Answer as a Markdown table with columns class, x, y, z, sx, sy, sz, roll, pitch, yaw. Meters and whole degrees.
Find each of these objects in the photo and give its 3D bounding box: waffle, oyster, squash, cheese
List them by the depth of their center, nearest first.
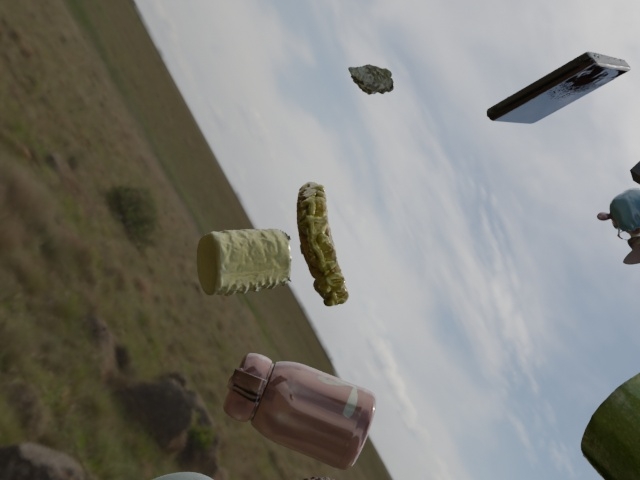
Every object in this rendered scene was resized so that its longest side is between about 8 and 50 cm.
| class | x | y | z | sx | sy | sz | roll | pitch | yaw |
| --- | --- | --- | --- | --- | --- | --- | --- | --- | --- |
| waffle | -0.003 | 0.001 | 1.255 | 0.194 | 0.051 | 0.149 | -106 | -175 | -76 |
| squash | 0.658 | 0.415 | 1.551 | 0.384 | 0.263 | 0.263 | 50 | -11 | 41 |
| cheese | -0.144 | 0.038 | 1.768 | 0.094 | 0.167 | 0.123 | 17 | -72 | 53 |
| oyster | 0.130 | -0.405 | 2.346 | 0.098 | 0.100 | 0.037 | 65 | 25 | -26 |

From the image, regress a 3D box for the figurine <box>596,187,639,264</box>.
| class | x | y | z | sx | sy | sz | roll | pitch | yaw |
| --- | --- | --- | --- | --- | --- | --- | --- | --- | --- |
| figurine | 0.712 | -0.027 | 1.904 | 0.260 | 0.205 | 0.103 | 44 | -21 | 39 |

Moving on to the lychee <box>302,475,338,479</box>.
| class | x | y | z | sx | sy | sz | roll | pitch | yaw |
| --- | --- | --- | --- | --- | --- | --- | --- | --- | --- |
| lychee | -0.002 | 0.463 | 1.501 | 0.165 | 0.197 | 0.165 | -12 | 104 | -61 |

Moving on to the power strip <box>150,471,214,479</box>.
| class | x | y | z | sx | sy | sz | roll | pitch | yaw |
| --- | --- | --- | --- | --- | --- | --- | --- | --- | --- |
| power strip | -0.277 | 0.606 | 1.727 | 0.161 | 0.357 | 0.357 | 31 | -25 | 44 |

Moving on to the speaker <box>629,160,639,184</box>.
| class | x | y | z | sx | sy | sz | roll | pitch | yaw |
| --- | --- | --- | --- | --- | --- | --- | --- | --- | --- |
| speaker | 0.794 | -0.117 | 2.126 | 0.191 | 0.040 | 0.046 | 43 | -6 | 42 |

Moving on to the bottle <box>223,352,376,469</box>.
| class | x | y | z | sx | sy | sz | roll | pitch | yaw |
| --- | --- | --- | --- | --- | --- | --- | --- | --- | --- |
| bottle | -0.046 | 0.334 | 1.891 | 0.296 | 0.173 | 0.206 | 24 | -9 | -2 |

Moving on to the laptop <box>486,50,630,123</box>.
| class | x | y | z | sx | sy | sz | roll | pitch | yaw |
| --- | --- | --- | --- | --- | --- | --- | --- | --- | --- |
| laptop | 0.396 | -0.251 | 1.557 | 0.154 | 0.207 | 0.026 | -6 | 73 | -48 |
